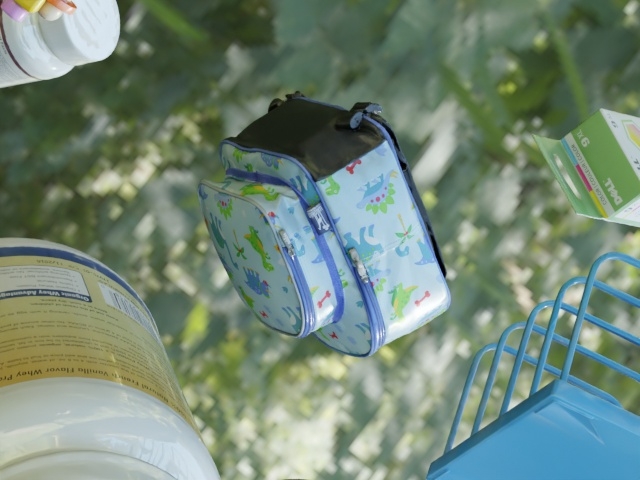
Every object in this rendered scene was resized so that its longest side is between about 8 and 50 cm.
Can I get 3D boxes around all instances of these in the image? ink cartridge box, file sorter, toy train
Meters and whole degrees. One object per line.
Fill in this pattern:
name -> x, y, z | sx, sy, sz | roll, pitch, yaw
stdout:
ink cartridge box -> 0.325, -0.076, 2.064 | 0.062, 0.109, 0.209 | -39, 152, 29
file sorter -> 0.158, 0.094, 1.110 | 0.170, 0.118, 0.104 | -46, -159, 60
toy train -> -0.160, -0.204, 1.342 | 0.125, 0.046, 0.166 | -47, -175, 36

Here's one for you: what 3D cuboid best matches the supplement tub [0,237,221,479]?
supplement tub -> -0.189, 0.159, 1.287 | 0.228, 0.228, 0.316 | -54, -152, 12

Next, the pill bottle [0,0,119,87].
pill bottle -> -0.338, -0.232, 2.134 | 0.221, 0.121, 0.121 | -7, -158, 32

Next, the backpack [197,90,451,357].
backpack -> 0.000, 0.000, 0.907 | 0.084, 0.114, 0.105 | -34, -159, -19

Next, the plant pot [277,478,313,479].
plant pot -> -0.050, 0.287, 1.408 | 0.263, 0.263, 0.229 | -47, 175, -42
